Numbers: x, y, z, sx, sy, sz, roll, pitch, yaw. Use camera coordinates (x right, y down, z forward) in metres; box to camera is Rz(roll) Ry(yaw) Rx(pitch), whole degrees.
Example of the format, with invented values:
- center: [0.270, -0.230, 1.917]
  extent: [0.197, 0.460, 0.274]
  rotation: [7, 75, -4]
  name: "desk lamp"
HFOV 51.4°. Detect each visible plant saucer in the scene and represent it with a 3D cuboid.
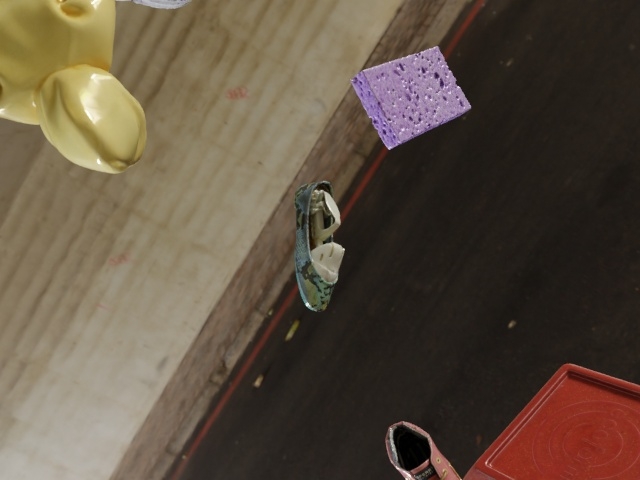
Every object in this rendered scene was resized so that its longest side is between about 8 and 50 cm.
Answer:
- center: [0.326, 0.252, 0.788]
  extent: [0.258, 0.047, 0.259]
  rotation: [-38, 27, -24]
  name: "plant saucer"

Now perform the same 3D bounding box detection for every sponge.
- center: [0.143, -0.222, 1.015]
  extent: [0.210, 0.117, 0.031]
  rotation: [-30, 3, -43]
  name: "sponge"

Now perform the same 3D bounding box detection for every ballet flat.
- center: [0.000, 0.000, 0.897]
  extent: [0.070, 0.070, 0.188]
  rotation: [-43, 49, 53]
  name: "ballet flat"

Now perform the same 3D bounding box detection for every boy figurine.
- center: [-0.246, -0.177, 0.585]
  extent: [0.177, 0.285, 0.092]
  rotation: [-43, -9, -3]
  name: "boy figurine"

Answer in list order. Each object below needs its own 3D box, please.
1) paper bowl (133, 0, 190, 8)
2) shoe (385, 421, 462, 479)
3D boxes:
- center: [-0.236, -0.386, 0.737]
  extent: [0.148, 0.284, 0.284]
  rotation: [-30, 27, 31]
  name: "paper bowl"
- center: [0.130, 0.280, 0.736]
  extent: [0.064, 0.081, 0.178]
  rotation: [-37, 35, 2]
  name: "shoe"
